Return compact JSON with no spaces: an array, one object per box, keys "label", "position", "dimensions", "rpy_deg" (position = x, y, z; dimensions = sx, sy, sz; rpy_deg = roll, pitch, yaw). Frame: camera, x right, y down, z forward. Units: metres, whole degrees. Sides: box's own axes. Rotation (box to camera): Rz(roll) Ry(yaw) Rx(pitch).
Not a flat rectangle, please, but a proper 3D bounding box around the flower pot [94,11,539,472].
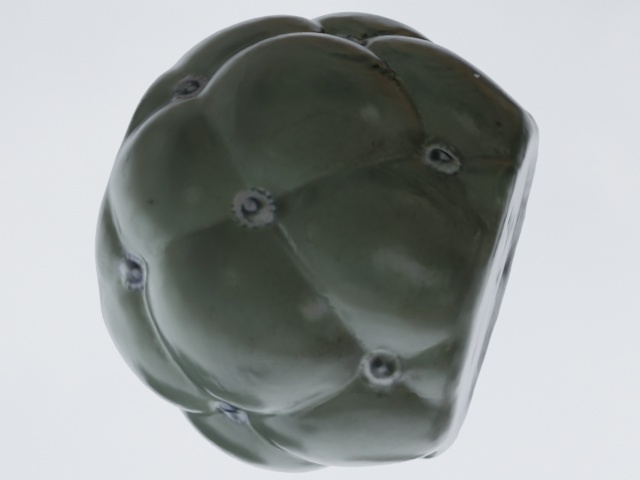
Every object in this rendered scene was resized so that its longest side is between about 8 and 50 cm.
[{"label":"flower pot","position":[0.000,0.000,0.568],"dimensions":[0.195,0.246,0.246],"rpy_deg":[15,-128,14]}]
